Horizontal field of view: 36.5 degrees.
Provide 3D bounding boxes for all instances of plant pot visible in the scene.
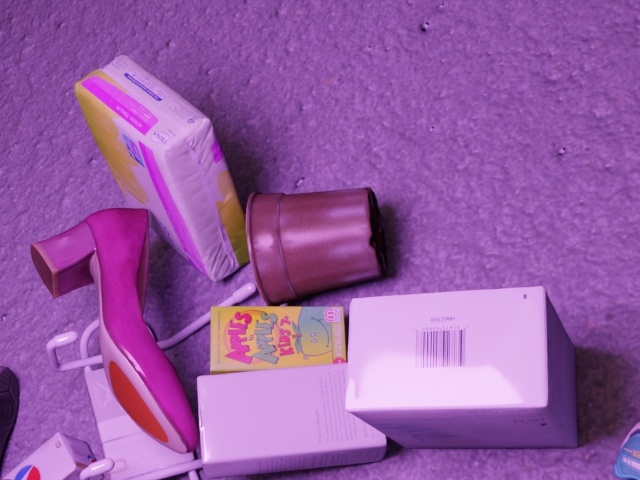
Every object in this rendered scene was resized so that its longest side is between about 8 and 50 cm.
[{"bbox_3d":[0.000,0.000,1.336,0.165,0.167,0.167,-10,63,12],"label":"plant pot"}]

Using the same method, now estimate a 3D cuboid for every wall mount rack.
[{"bbox_3d":[-0.205,0.210,1.351,0.304,0.130,0.350,-13,58,-19],"label":"wall mount rack"}]

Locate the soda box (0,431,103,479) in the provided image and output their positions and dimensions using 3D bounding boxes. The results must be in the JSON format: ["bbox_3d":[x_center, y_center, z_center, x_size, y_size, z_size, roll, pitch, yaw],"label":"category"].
[{"bbox_3d":[-0.423,0.374,1.393,0.216,0.074,0.069,-40,57,2],"label":"soda box"}]

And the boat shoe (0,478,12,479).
[{"bbox_3d":[-0.349,0.471,1.270,0.121,0.110,0.341,-40,66,46],"label":"boat shoe"}]

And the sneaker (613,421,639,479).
[{"bbox_3d":[0.434,0.309,1.046,0.110,0.107,0.275,-54,51,16],"label":"sneaker"}]

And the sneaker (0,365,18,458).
[{"bbox_3d":[-0.542,0.298,1.474,0.130,0.087,0.228,4,72,21],"label":"sneaker"}]

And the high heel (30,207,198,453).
[{"bbox_3d":[-0.221,0.100,1.287,0.181,0.127,0.377,-25,65,-30],"label":"high heel"}]

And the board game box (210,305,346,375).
[{"bbox_3d":[-0.058,0.139,1.313,0.181,0.043,0.092,1,64,-6],"label":"board game box"}]

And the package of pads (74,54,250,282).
[{"bbox_3d":[-0.221,-0.100,1.393,0.101,0.297,0.229,-39,54,-20],"label":"package of pads"}]

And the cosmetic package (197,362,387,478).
[{"bbox_3d":[-0.037,0.227,1.233,0.231,0.085,0.117,-4,62,-4],"label":"cosmetic package"}]

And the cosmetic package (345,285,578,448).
[{"bbox_3d":[0.173,0.159,1.139,0.224,0.224,0.138,-5,67,22],"label":"cosmetic package"}]
